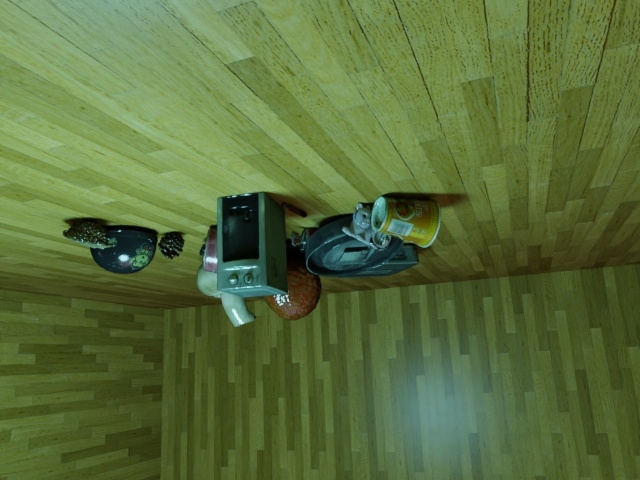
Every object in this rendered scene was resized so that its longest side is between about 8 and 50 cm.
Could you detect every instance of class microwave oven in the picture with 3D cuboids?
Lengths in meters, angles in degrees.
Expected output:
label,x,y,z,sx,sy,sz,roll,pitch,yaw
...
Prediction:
label,x,y,z,sx,sy,sz,roll,pitch,yaw
microwave oven,-0.223,0.023,1.663,0.181,0.295,0.237,-6,166,12

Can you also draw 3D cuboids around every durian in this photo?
label,x,y,z,sx,sy,sz,roll,pitch,yaw
durian,-0.786,-0.022,1.790,0.189,0.091,0.148,19,168,4

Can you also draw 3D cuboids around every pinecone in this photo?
label,x,y,z,sx,sy,sz,roll,pitch,yaw
pinecone,-0.575,0.017,2.001,0.102,0.102,0.109,5,144,-30

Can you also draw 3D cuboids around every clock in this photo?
label,x,y,z,sx,sy,sz,roll,pitch,yaw
clock,0.125,0.025,1.992,0.386,0.076,0.386,-10,153,-5
clock,0.174,-0.045,1.770,0.176,0.117,0.080,27,-173,-21

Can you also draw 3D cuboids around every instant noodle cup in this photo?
label,x,y,z,sx,sy,sz,roll,pitch,yaw
instant noodle cup,-0.306,0.051,1.966,0.255,0.243,0.244,8,165,-9
instant noodle cup,0.271,-0.071,1.699,0.185,0.168,0.168,10,163,-17

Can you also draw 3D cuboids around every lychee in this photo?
label,x,y,z,sx,sy,sz,roll,pitch,yaw
lychee,-0.133,0.205,2.140,0.300,0.255,0.255,-37,154,17

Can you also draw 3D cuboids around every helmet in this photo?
label,x,y,z,sx,sy,sz,roll,pitch,yaw
helmet,-0.752,0.047,1.957,0.279,0.160,0.230,-7,167,15

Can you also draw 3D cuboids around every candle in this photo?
label,x,y,z,sx,sy,sz,roll,pitch,yaw
candle,-0.086,-0.102,1.754,0.026,0.021,0.167,14,175,25

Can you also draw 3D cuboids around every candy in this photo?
label,x,y,z,sx,sy,sz,roll,pitch,yaw
candy,-0.001,-0.001,2.058,0.292,0.086,0.059,10,152,-38

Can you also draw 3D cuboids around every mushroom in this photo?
label,x,y,z,sx,sy,sz,roll,pitch,yaw
mushroom,-0.402,0.193,2.466,0.356,0.315,0.315,35,160,-5

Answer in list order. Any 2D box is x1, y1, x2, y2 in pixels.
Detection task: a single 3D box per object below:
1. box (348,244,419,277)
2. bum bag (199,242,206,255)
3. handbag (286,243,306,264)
label,x,y,z,sx,sy,sz,roll,pitch,yaw
box,0.231,0.108,2.502,0.396,0.111,0.396,-1,168,-10
bum bag,-0.374,0.043,2.201,0.142,0.079,0.326,-3,172,34
handbag,-0.080,0.056,2.244,0.285,0.113,0.257,-7,157,26
